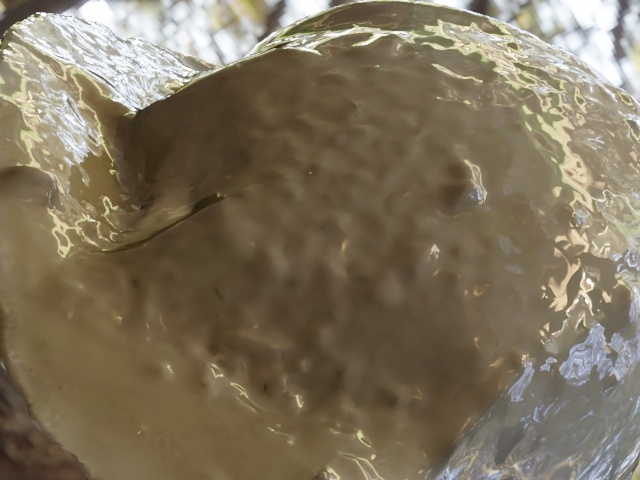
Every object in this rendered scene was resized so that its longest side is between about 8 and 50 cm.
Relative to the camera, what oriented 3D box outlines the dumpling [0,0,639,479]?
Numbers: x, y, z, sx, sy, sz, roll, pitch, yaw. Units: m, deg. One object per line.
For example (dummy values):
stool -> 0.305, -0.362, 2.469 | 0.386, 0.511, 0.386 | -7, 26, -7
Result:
dumpling -> 0.004, -0.004, 0.560 | 0.227, 0.243, 0.175 | 41, -92, 13
